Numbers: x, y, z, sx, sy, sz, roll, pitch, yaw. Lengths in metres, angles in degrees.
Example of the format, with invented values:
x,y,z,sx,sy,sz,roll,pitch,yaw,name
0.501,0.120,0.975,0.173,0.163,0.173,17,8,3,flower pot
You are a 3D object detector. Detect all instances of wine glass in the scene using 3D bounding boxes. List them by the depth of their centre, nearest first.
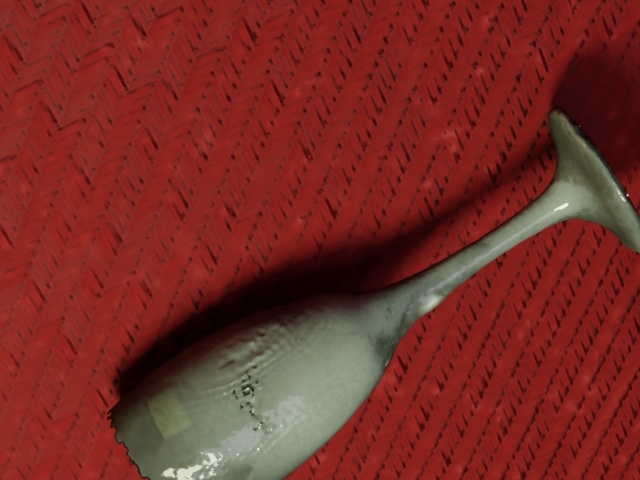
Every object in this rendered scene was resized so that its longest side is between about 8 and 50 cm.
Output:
x,y,z,sx,sy,sz,roll,pitch,yaw,name
0.000,0.000,0.993,0.309,0.096,0.264,-32,138,0,wine glass
